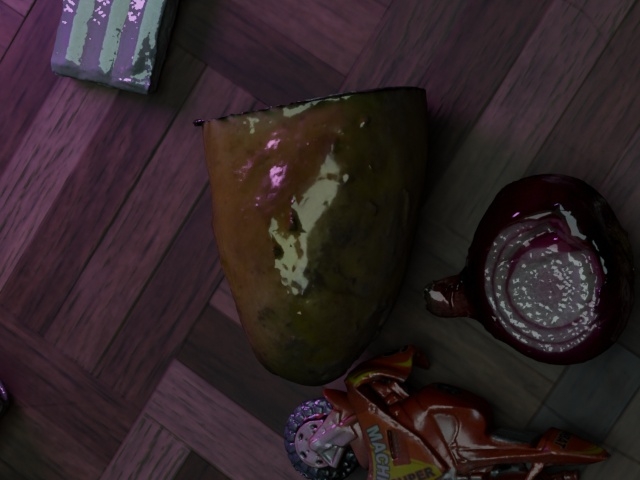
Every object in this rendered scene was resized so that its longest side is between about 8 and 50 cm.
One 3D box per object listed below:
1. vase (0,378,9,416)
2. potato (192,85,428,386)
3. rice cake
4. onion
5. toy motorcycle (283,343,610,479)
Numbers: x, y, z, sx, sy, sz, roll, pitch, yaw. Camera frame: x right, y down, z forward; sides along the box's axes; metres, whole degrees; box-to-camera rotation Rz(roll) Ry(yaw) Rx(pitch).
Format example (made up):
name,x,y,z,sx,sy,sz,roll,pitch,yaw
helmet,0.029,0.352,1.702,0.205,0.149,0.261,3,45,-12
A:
name,x,y,z,sx,sy,sz,roll,pitch,yaw
vase,-0.431,0.219,1.801,0.248,0.128,0.128,-39,78,5
potato,0.000,0.000,1.609,0.229,0.229,0.266,-3,92,18
rice cake,-0.192,-0.268,1.759,0.127,0.043,0.237,17,95,19
onion,0.194,0.030,1.596,0.198,0.135,0.173,-13,89,33
toy motorcycle,0.109,0.199,1.634,0.298,0.089,0.171,23,96,17
